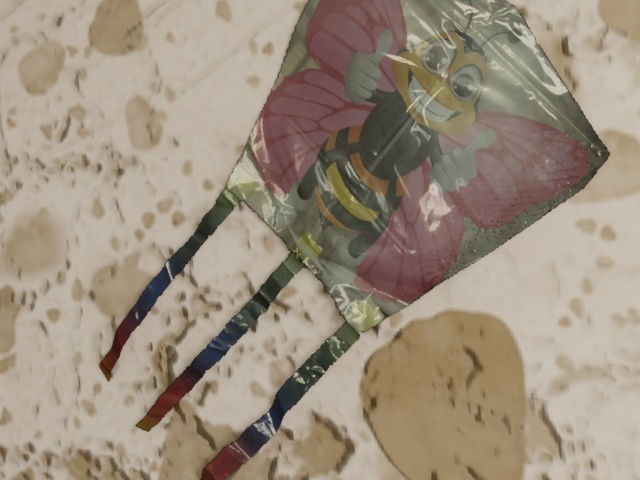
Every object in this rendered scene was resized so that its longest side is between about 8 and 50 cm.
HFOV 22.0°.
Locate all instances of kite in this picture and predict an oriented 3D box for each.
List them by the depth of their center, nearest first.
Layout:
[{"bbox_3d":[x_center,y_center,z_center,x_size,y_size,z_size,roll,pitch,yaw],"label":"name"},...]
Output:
[{"bbox_3d":[-0.002,0.000,0.966,0.204,0.022,0.360,45,113,19],"label":"kite"}]
